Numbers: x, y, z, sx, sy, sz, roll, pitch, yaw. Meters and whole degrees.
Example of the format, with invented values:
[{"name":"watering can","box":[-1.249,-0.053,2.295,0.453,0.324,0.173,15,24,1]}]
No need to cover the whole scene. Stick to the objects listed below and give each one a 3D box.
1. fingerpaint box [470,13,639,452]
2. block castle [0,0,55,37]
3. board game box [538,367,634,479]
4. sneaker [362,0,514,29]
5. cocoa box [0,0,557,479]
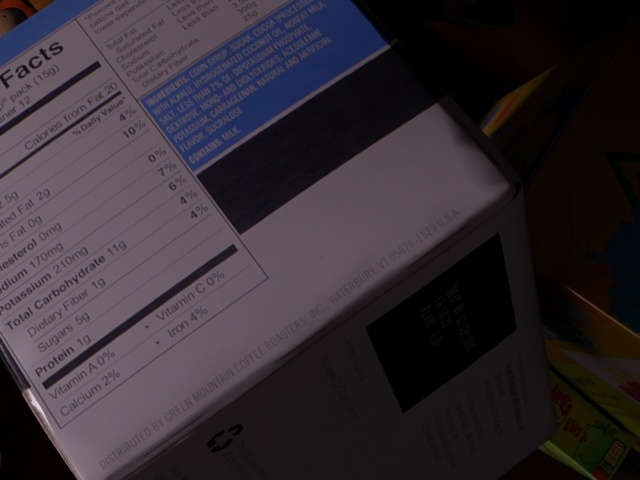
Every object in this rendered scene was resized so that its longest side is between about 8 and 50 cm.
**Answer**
[{"name":"fingerpaint box","box":[0.257,0.048,1.065,0.371,0.163,0.445,33,174,-3]},{"name":"block castle","box":[-0.290,-0.231,1.191,0.453,0.213,0.303,44,170,-5]},{"name":"board game box","box":[0.148,0.114,1.161,0.092,0.043,0.181,28,171,48]},{"name":"sneaker","box":[0.062,-0.181,0.744,0.131,0.111,0.296,16,174,3]},{"name":"cocoa box","box":[-0.035,0.031,0.835,0.228,0.231,0.347,52,173,26]}]
